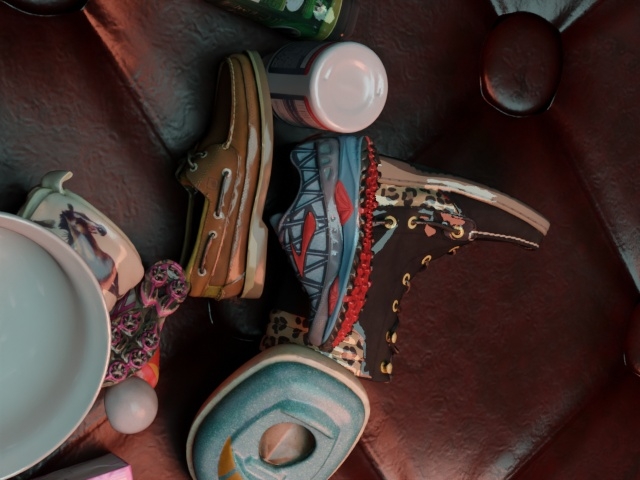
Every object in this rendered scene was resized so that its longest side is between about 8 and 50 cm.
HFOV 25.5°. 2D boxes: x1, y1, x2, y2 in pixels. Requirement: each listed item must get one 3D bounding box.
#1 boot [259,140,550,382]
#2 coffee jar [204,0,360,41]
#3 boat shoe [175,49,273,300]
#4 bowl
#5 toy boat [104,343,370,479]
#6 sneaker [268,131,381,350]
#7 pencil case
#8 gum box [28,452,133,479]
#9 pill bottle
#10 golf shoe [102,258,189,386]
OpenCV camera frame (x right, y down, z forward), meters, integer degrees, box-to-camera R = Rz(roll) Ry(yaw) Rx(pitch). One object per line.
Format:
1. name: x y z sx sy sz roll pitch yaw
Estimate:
1. boot: 0.105 0.043 1.843 0.377 0.138 0.284 15 89 -27
2. coffee jar: -0.046 -0.298 1.730 0.184 0.096 0.079 18 87 -31
3. boat shoe: -0.120 -0.079 1.712 0.104 0.111 0.307 0 91 -15
4. bowl: -0.366 0.089 1.394 0.298 0.134 0.298 -8 112 -20
5. toy boat: -0.115 0.223 1.711 0.318 0.148 0.267 27 120 -16
6. sneaker: 0.000 0.000 1.708 0.104 0.125 0.262 2 95 -72
7. pencil case: -0.377 0.117 1.565 0.410 0.160 0.183 -50 136 -14
8. gum box: -0.314 0.338 1.691 0.188 0.062 0.107 -15 105 -27
9. pill bottle: -0.008 -0.189 1.719 0.108 0.180 0.108 -5 100 -29
10. golf shoe: -0.224 0.107 1.665 0.067 0.086 0.186 43 51 -12
